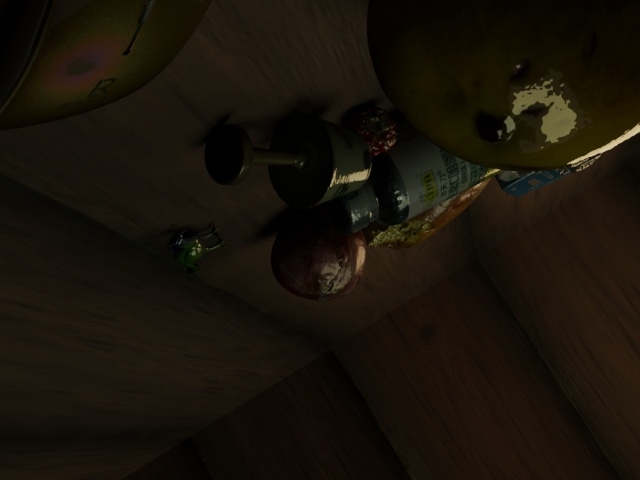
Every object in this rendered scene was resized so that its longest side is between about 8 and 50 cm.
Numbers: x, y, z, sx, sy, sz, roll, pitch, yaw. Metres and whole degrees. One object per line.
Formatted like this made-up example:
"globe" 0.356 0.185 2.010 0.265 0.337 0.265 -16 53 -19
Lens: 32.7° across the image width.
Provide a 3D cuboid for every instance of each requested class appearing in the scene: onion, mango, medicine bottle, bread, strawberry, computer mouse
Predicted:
"onion" 0.000 0.000 1.747 0.159 0.159 0.194 -22 133 -36
"mango" 0.234 -0.233 1.096 0.445 0.301 0.220 -35 177 -40
"medicine bottle" 0.139 -0.113 1.616 0.293 0.141 0.141 -26 165 -18
"bread" 0.166 -0.080 1.818 0.250 0.133 0.179 -37 169 25
"strawberry" 0.065 -0.147 1.503 0.073 0.073 0.083 -24 178 -28
"computer mouse" -0.170 -0.179 0.867 0.158 0.072 0.310 -22 163 -42

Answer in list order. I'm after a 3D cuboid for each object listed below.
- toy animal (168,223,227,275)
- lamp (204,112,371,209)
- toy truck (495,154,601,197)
"toy animal" -0.176 0.014 1.601 0.075 0.041 0.217 -29 170 -5
"lamp" -0.037 -0.098 1.342 0.215 0.121 0.121 -2 149 -47
"toy truck" 0.376 -0.173 1.915 0.175 0.146 0.367 -31 167 15
